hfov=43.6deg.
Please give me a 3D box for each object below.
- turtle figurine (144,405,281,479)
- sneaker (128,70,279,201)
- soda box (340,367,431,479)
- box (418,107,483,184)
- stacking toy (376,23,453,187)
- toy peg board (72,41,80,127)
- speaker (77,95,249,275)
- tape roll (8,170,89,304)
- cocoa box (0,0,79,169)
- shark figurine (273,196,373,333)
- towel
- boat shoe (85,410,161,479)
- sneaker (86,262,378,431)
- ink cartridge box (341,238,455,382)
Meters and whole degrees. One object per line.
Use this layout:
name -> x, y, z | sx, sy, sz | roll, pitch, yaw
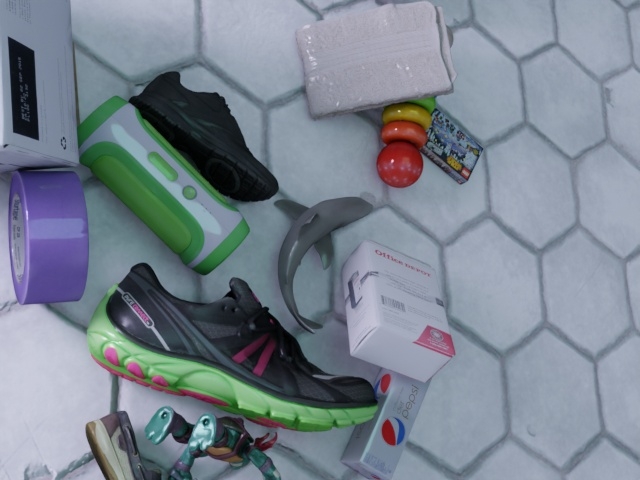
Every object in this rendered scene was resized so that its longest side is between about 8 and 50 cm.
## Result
turtle figurine -> -0.153, 0.320, 1.202 | 0.234, 0.175, 0.118 | 55, 27, -49
sneaker -> -0.177, -0.179, 1.349 | 0.286, 0.109, 0.130 | 39, 55, -15
soda box -> 0.118, 0.301, 1.384 | 0.069, 0.074, 0.216 | 35, 63, -15
box -> 0.260, -0.191, 1.625 | 0.137, 0.027, 0.094 | 37, 63, -15
stacking toy -> 0.174, -0.259, 1.546 | 0.141, 0.141, 0.330 | 14, 74, -24
toy peg board -> -0.452, -0.253, 1.234 | 0.161, 0.079, 0.160 | -1, 76, -28
speaker -> -0.252, -0.084, 1.264 | 0.296, 0.131, 0.131 | 46, 60, -10
tape roll -> -0.388, -0.005, 1.133 | 0.080, 0.189, 0.188 | -3, 78, -28
cocoa box -> -0.480, -0.269, 1.062 | 0.228, 0.231, 0.347 | -4, 88, 6
shark figurine -> -0.024, 0.013, 1.356 | 0.166, 0.116, 0.278 | 24, 68, -3
towel -> 0.102, -0.337, 1.488 | 0.282, 0.049, 0.187 | -11, 78, 7
boat shoe -> -0.265, 0.353, 1.163 | 0.073, 0.080, 0.223 | -26, 85, -26
sneaker -> -0.106, 0.169, 1.240 | 0.483, 0.185, 0.202 | 24, 70, -22
ink cartridge box -> 0.128, 0.117, 1.378 | 0.159, 0.092, 0.217 | 23, 36, -21
